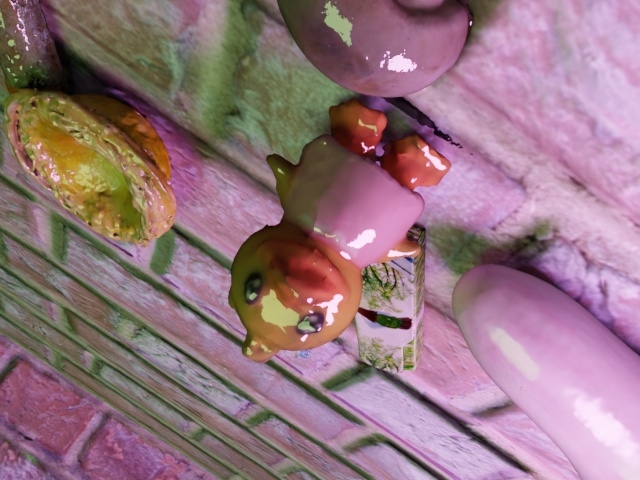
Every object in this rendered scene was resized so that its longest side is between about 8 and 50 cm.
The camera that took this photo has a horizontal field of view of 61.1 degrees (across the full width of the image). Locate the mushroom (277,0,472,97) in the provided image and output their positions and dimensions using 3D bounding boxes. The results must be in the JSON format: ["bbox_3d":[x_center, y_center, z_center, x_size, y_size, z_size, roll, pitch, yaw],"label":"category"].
[{"bbox_3d":[0.037,-0.196,0.462,0.188,0.117,0.141,38,155,-14],"label":"mushroom"}]

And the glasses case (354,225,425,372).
[{"bbox_3d":[0.094,0.087,0.767,0.095,0.062,0.272,15,140,24],"label":"glasses case"}]

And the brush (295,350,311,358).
[{"bbox_3d":[-0.021,0.163,0.962,0.030,0.033,0.178,21,142,5],"label":"brush"}]

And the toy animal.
[{"bbox_3d":[-0.001,0.003,0.583,0.195,0.281,0.169,31,164,1],"label":"toy animal"}]

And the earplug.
[{"bbox_3d":[0.277,0.142,0.629,0.301,0.172,0.172,43,143,-3],"label":"earplug"}]

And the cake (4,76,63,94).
[{"bbox_3d":[-0.431,-0.226,0.815,0.084,0.044,0.084,20,143,16],"label":"cake"}]

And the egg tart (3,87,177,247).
[{"bbox_3d":[-0.326,-0.117,0.799,0.288,0.118,0.288,20,144,15],"label":"egg tart"}]

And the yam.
[{"bbox_3d":[-0.392,-0.282,0.698,0.078,0.078,0.179,22,139,14],"label":"yam"}]
